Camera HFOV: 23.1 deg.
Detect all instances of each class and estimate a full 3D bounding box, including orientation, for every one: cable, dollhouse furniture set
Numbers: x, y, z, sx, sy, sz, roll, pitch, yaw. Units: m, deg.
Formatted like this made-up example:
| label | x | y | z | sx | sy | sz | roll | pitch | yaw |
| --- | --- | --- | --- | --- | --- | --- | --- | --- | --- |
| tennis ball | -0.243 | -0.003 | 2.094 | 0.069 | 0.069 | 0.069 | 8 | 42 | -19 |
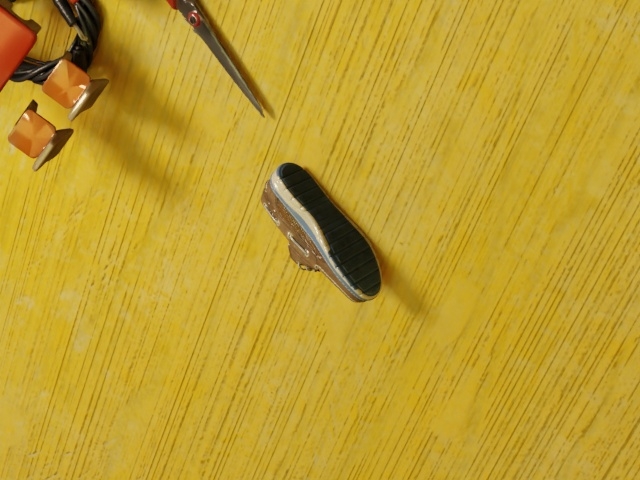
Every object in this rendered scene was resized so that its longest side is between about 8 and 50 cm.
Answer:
| label | x | y | z | sx | sy | sz | roll | pitch | yaw |
| --- | --- | --- | --- | --- | --- | --- | --- | --- | --- |
| cable | -0.348 | -0.261 | 1.881 | 0.184 | 0.047 | 0.151 | 20 | 121 | 27 |
| dollhouse furniture set | -0.361 | -0.240 | 1.770 | 0.262 | 0.135 | 0.259 | 37 | 106 | -7 |

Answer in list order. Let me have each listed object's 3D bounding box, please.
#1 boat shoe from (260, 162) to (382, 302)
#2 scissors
| label | x | y | z | sx | sy | sz | roll | pitch | yaw |
| --- | --- | --- | --- | --- | --- | --- | --- | --- | --- |
| boat shoe | 0.000 | 0.000 | 1.760 | 0.183 | 0.066 | 0.066 | 56 | 135 | 13 |
| scissors | -0.156 | -0.263 | 1.771 | 0.109 | 0.021 | 0.297 | -17 | 102 | 36 |
